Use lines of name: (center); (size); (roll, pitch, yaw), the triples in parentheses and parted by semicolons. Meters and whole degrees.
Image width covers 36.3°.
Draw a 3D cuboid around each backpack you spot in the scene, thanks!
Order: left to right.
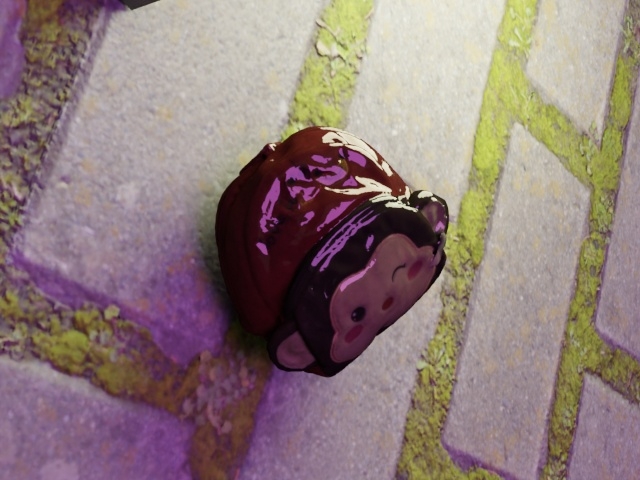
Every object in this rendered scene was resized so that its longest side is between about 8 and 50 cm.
backpack: (0.001, 0.000, 0.898); (0.229, 0.139, 0.229); (-10, 109, -32)

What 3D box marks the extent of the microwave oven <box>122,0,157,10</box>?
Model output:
microwave oven: (-0.119, -0.317, 0.789); (0.163, 0.129, 0.205); (43, 60, -35)
